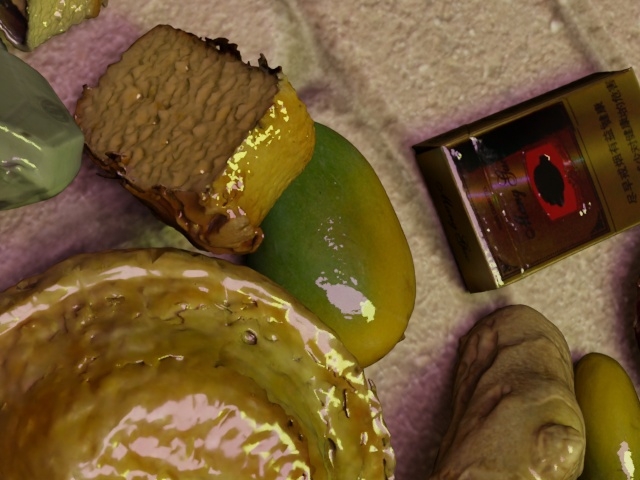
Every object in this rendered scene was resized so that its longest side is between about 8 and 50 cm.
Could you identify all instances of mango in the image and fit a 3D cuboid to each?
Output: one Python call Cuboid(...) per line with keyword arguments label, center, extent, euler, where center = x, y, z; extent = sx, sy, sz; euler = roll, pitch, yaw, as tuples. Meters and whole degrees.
Cuboid(label="mango", center=(0.282, 0.204, 1.771), extent=(0.085, 0.122, 0.191), euler=(-17, 85, 15))
Cuboid(label="mango", center=(0.000, 0.000, 1.684), extent=(0.156, 0.114, 0.251), euler=(-15, 78, -11))

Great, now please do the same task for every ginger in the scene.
Cuboid(label="ginger", center=(0.174, 0.183, 1.681), extent=(0.126, 0.190, 0.354), euler=(33, 35, -14))

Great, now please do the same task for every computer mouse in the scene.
Cuboid(label="computer mouse", center=(-0.394, -0.135, 1.475), extent=(0.429, 0.228, 0.145), euler=(32, 113, -23))

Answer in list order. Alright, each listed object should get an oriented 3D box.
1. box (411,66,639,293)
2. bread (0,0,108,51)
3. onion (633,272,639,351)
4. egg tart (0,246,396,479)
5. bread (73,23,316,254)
Cuboid(label="box", center=(0.229, -0.063, 1.803), extent=(0.240, 0.071, 0.159), euler=(-22, 95, -24))
Cuboid(label="bread", center=(-0.235, -0.253, 1.595), extent=(0.147, 0.127, 0.152), euler=(-50, 125, -51))
Cuboid(label="onion", center=(0.430, 0.093, 1.783), extent=(0.216, 0.207, 0.206), euler=(25, 81, -24))
Cuboid(label="egg tart", center=(-0.138, 0.225, 1.525), extent=(0.443, 0.178, 0.443), euler=(0, 92, -12))
Cuboid(label="bread", center=(-0.099, -0.078, 1.586), extent=(0.160, 0.260, 0.147), euler=(-52, 126, -11))
